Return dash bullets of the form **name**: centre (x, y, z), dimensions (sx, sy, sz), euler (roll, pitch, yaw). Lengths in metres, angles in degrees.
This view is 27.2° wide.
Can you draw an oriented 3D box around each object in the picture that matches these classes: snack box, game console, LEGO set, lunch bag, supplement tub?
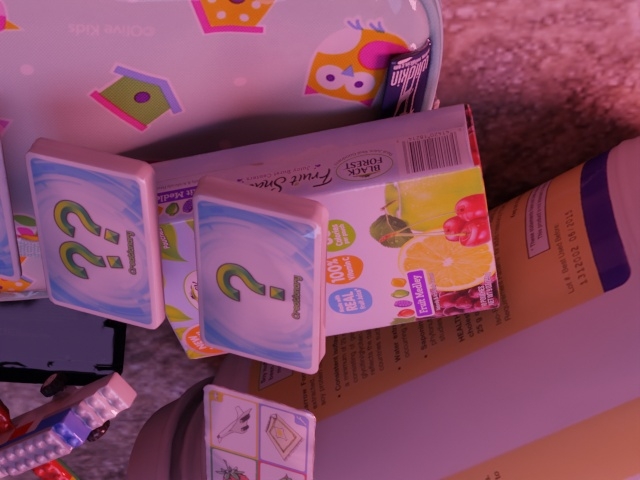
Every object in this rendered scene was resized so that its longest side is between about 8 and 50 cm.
- **snack box**: centre (0.000, 0.000, 0.552), dimensions (0.141, 0.037, 0.100), euler (-10, 142, 6)
- **game console**: centre (-0.173, 0.045, 0.759), dimensions (0.122, 0.071, 0.107), euler (4, 107, -10)
- **LEGO set**: centre (-0.092, 0.071, 0.545), dimensions (0.182, 0.060, 0.244), euler (14, 132, 13)
- **lunch bag**: centre (-0.083, -0.064, 0.578), dimensions (0.279, 0.108, 0.224), euler (2, 137, -8)
- **supplement tub**: centre (0.089, 0.115, 0.690), dimensions (0.331, 0.241, 0.241), euler (-27, 133, 23)
